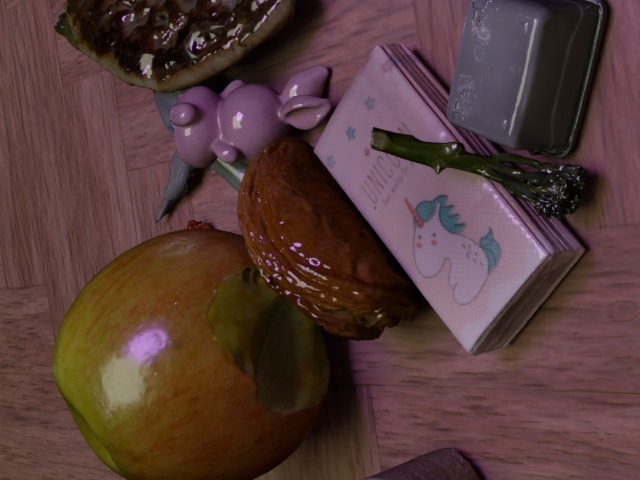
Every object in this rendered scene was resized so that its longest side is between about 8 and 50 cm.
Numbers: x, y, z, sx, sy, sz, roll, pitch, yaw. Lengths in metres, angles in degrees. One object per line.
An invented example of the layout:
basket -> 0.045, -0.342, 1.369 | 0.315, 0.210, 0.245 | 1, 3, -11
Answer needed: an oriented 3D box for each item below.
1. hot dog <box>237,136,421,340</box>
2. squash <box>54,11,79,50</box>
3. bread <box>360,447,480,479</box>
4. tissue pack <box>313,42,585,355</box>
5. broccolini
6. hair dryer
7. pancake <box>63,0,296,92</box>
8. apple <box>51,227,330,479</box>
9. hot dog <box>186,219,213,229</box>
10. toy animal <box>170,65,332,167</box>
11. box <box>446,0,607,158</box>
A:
hot dog -> 0.000, 0.000, 1.311 | 0.122, 0.196, 0.272 | -47, 61, 16
squash -> -0.311, -0.316, 1.676 | 0.341, 0.094, 0.094 | 5, 101, 46
bread -> 0.116, 0.321, 1.257 | 0.134, 0.141, 0.148 | -14, 87, 46
tissue pack -> 0.129, -0.049, 1.224 | 0.325, 0.071, 0.170 | 54, 134, 29
broccolini -> 0.152, -0.066, 1.107 | 0.067, 0.216, 0.058 | -64, -14, -84
hair dryer -> -0.150, -0.082, 1.562 | 0.229, 0.092, 0.267 | 37, 137, 32
pancake -> -0.193, -0.339, 1.487 | 0.427, 0.067, 0.305 | -12, 70, 37
apple -> -0.164, 0.157, 1.403 | 0.339, 0.339, 0.339 | 12, 106, 48
hot dog -> -0.157, 0.035, 1.597 | 0.062, 0.038, 0.144 | -43, 65, 45
toy animal -> -0.079, -0.145, 1.407 | 0.212, 0.124, 0.124 | -2, 97, 15
box -> 0.196, -0.171, 1.107 | 0.124, 0.093, 0.172 | 28, 118, 43
